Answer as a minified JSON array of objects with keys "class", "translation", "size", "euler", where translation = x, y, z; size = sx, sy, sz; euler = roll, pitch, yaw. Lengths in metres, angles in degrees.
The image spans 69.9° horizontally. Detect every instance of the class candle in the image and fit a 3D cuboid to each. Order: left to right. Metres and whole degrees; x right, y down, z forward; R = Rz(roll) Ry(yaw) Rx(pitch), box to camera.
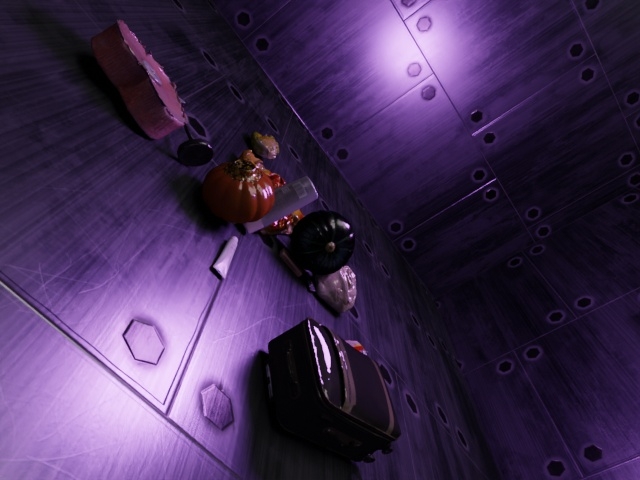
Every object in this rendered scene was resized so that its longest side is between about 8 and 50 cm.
[{"class":"candle","translation":[-0.523,-0.459,1.340],"size":[0.316,0.132,0.287],"euler":[62,7,-19]}]

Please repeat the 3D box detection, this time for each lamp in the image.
[{"class":"lamp","translation":[-0.458,-0.364,1.491],"size":[0.130,0.108,0.371],"euler":[15,28,-50]},{"class":"lamp","translation":[-0.249,-0.148,1.399],"size":[0.224,0.196,0.223],"euler":[14,34,-10]}]

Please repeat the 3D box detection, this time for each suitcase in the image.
[{"class":"suitcase","translation":[0.045,0.405,1.214],"size":[0.434,0.194,0.283],"euler":[42,22,-38]}]

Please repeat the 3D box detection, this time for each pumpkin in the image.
[{"class":"pumpkin","translation":[0.000,0.000,1.743],"size":[0.248,0.248,0.248],"euler":[50,17,-22]}]

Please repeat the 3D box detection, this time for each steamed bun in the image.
[{"class":"steamed bun","translation":[0.075,0.170,1.832],"size":[0.218,0.144,0.211],"euler":[49,17,-26]}]

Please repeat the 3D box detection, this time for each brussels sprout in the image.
[{"class":"brussels sprout","translation":[-0.261,-0.433,2.102],"size":[0.139,0.100,0.180],"euler":[26,35,-43]}]

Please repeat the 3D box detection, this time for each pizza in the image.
[{"class":"pizza","translation":[-0.158,-0.153,1.805],"size":[0.406,0.130,0.439],"euler":[37,26,-45]}]

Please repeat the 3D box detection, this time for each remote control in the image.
[{"class":"remote control","translation":[-0.046,0.157,1.737],"size":[0.034,0.016,0.091],"euler":[18,39,-41]}]

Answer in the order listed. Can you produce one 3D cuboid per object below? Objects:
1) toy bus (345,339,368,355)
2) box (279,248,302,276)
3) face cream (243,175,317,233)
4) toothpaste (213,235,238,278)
[{"class":"toy bus","translation":[0.095,0.392,1.598],"size":[0.077,0.079,0.174],"euler":[55,14,26]},{"class":"box","translation":[-0.107,0.081,1.686],"size":[0.115,0.025,0.048],"euler":[52,18,-18]},{"class":"face cream","translation":[-0.147,-0.124,1.541],"size":[0.107,0.270,0.073],"euler":[59,-12,19]},{"class":"toothpaste","translation":[-0.265,0.042,1.297],"size":[0.048,0.031,0.190],"euler":[53,19,-22]}]
